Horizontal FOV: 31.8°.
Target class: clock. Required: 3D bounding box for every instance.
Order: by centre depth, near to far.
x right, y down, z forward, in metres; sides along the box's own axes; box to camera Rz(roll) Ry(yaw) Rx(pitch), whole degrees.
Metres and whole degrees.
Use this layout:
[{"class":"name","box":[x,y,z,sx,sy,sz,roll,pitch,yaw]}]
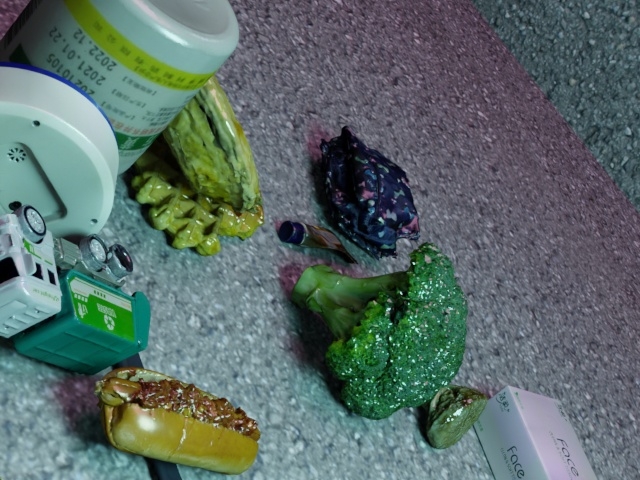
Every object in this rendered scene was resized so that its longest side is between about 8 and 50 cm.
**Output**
[{"class":"clock","box":[-0.334,-0.077,1.200,0.230,0.230,0.083,31,34,-28]}]

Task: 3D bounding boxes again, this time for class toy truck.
[{"class":"toy truck","box":[-0.276,0.059,1.189,0.253,0.114,0.124,34,32,-61]}]

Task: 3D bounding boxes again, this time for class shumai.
[{"class":"shumai","box":[0.185,0.246,1.672,0.087,0.099,0.123,40,21,23]}]

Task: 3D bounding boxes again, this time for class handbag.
[{"class":"handbag","box":[0.077,-0.084,1.919,0.162,0.113,0.260,36,27,-33]}]

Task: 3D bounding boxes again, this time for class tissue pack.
[{"class":"tissue pack","box":[0.344,0.358,1.736,0.148,0.092,0.246,19,39,-40]}]

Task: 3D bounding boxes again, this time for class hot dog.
[{"class":"hot dog","box":[-0.150,0.196,1.225,0.249,0.076,0.102,29,33,-46]}]

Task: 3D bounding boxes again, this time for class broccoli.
[{"class":"broccoli","box":[0.083,0.121,1.590,0.269,0.269,0.254,46,64,-2]}]

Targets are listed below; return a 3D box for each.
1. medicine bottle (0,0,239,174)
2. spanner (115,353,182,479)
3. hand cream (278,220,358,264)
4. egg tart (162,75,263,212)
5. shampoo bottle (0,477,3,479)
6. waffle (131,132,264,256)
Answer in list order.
[{"class":"medicine bottle","box":[-0.273,-0.183,1.305,0.208,0.339,0.208,34,30,-23]},{"class":"spanner","box":[-0.181,0.222,1.254,0.087,0.024,0.316,16,39,-47]},{"class":"hand cream","box":[0.000,0.000,1.781,0.163,0.039,0.062,16,24,-48]},{"class":"egg tart","box":[-0.167,-0.147,1.473,0.279,0.095,0.279,60,-10,18]},{"class":"shampoo bottle","box":[-0.312,0.324,0.867,0.125,0.084,0.350,38,28,-23]},{"class":"waffle","box":[-0.169,-0.072,1.616,0.253,0.056,0.249,16,41,-46]}]
